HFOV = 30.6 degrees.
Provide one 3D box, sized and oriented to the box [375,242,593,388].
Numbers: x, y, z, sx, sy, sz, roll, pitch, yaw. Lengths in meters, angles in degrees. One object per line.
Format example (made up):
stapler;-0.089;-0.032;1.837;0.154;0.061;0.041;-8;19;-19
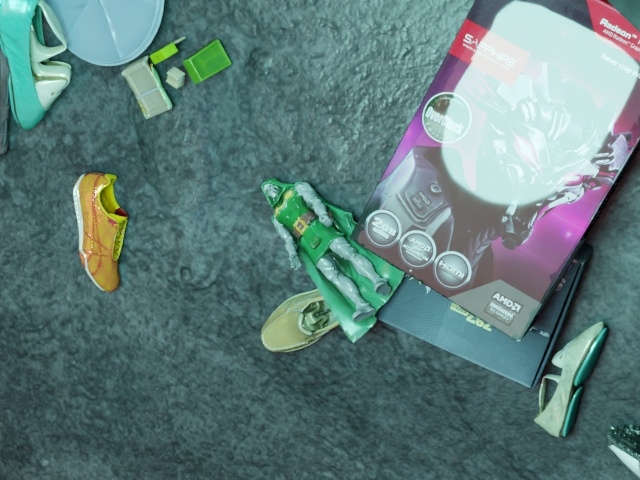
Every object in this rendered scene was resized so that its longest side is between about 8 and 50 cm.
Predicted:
box;0.189;0.050;1.421;0.232;0.059;0.183;25;118;16

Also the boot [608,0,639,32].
boot;0.291;-0.449;1.094;0.445;0.146;0.367;51;134;17

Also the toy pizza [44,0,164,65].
toy pizza;-0.283;-0.329;1.525;0.201;0.032;0.201;9;110;26

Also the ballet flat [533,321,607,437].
ballet flat;0.297;0.165;1.415;0.052;0.057;0.168;27;118;26

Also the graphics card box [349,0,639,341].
graphics card box;0.218;-0.104;1.291;0.233;0.094;0.371;32;108;12

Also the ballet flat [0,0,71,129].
ballet flat;-0.376;-0.239;1.549;0.087;0.083;0.247;4;138;4

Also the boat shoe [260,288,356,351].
boat shoe;-0.014;0.100;1.530;0.190;0.072;0.068;-34;92;31

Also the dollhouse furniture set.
dollhouse furniture set;-0.189;-0.219;1.527;0.151;0.058;0.076;-14;110;49

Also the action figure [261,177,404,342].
action figure;0.000;0.000;1.464;0.232;0.063;0.137;47;113;29

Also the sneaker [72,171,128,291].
sneaker;-0.301;-0.008;1.638;0.067;0.064;0.175;0;111;16

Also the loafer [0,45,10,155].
loafer;-0.463;-0.251;1.624;0.109;0.095;0.302;39;121;44

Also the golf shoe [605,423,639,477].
golf shoe;0.418;0.299;1.393;0.198;0.077;0.094;32;119;13
